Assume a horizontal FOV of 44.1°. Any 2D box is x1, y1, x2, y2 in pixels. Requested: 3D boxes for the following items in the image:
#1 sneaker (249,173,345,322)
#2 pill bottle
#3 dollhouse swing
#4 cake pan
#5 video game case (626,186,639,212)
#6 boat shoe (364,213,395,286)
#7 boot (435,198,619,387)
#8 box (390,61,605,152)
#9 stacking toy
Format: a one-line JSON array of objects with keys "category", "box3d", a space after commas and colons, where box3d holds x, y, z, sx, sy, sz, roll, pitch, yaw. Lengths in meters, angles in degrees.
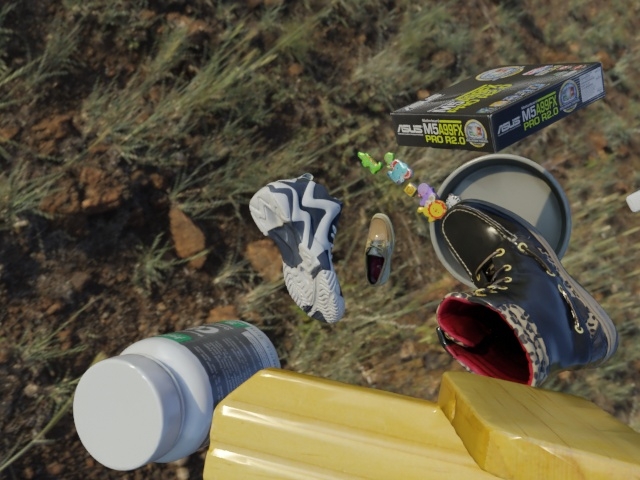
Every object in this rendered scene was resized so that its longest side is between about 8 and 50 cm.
[{"category": "sneaker", "box3d": [0.000, 0.000, 1.243, 0.153, 0.094, 0.235, -36, 96, -44]}, {"category": "pill bottle", "box3d": [-0.232, 0.256, 1.350, 0.361, 0.204, 0.204, -5, 71, -66]}, {"category": "dollhouse swing", "box3d": [0.038, 0.272, 0.553, 0.315, 0.304, 0.347, -19, 119, -89]}, {"category": "cake pan", "box3d": [0.380, -0.035, 1.678, 0.293, 0.293, 0.054, 67, 18, 7]}, {"category": "video game case", "box3d": [0.428, -0.090, 0.823, 0.173, 0.190, 0.022, -21, 84, -55]}, {"category": "boat shoe", "box3d": [0.105, 0.020, 1.435, 0.045, 0.050, 0.136, -24, 115, -62]}, {"category": "boot", "box3d": [0.285, 0.083, 1.287, 0.284, 0.138, 0.377, -12, 56, -49]}, {"category": "box", "box3d": [0.283, -0.218, 1.264, 0.270, 0.216, 0.060, -27, 114, -29]}, {"category": "stacking toy", "box3d": [0.194, -0.121, 1.652, 0.221, 0.052, 0.167, 42, 18, 16]}]
